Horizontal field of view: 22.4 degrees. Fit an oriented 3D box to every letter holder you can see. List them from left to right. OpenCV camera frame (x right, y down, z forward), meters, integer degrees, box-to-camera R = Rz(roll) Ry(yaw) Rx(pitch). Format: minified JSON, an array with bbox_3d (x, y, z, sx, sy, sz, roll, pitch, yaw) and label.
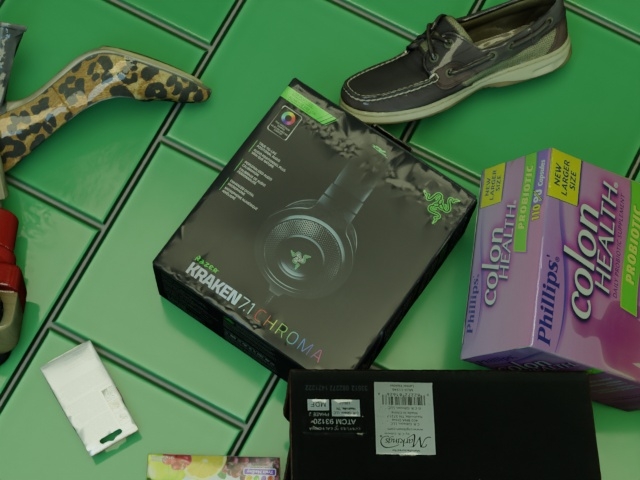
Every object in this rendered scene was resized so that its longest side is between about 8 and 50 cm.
[{"bbox_3d":[0.112,0.243,1.652,0.302,0.214,0.152,1,61,-5],"label":"letter holder"}]

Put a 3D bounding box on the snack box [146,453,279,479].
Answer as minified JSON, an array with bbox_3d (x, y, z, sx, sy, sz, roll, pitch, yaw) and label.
[{"bbox_3d":[-0.115,0.280,1.713,0.141,0.037,0.100,1,74,-1],"label":"snack box"}]

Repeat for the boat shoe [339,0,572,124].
[{"bbox_3d":[0.151,-0.213,1.829,0.285,0.092,0.103,-17,39,-10],"label":"boat shoe"}]

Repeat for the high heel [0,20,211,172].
[{"bbox_3d":[-0.266,-0.132,1.832,0.261,0.093,0.186,12,95,-10],"label":"high heel"}]

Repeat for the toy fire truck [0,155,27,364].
[{"bbox_3d":[-0.424,-0.008,1.748,0.217,0.158,0.246,5,61,1],"label":"toy fire truck"}]

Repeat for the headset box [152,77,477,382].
[{"bbox_3d":[0.000,0.000,1.754,0.246,0.131,0.283,35,74,8],"label":"headset box"}]

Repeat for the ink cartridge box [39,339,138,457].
[{"bbox_3d":[-0.249,0.173,1.747,0.063,0.029,0.115,-29,77,-10],"label":"ink cartridge box"}]

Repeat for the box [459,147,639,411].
[{"bbox_3d":[0.286,0.047,1.699,0.243,0.117,0.213,19,70,-29],"label":"box"}]
